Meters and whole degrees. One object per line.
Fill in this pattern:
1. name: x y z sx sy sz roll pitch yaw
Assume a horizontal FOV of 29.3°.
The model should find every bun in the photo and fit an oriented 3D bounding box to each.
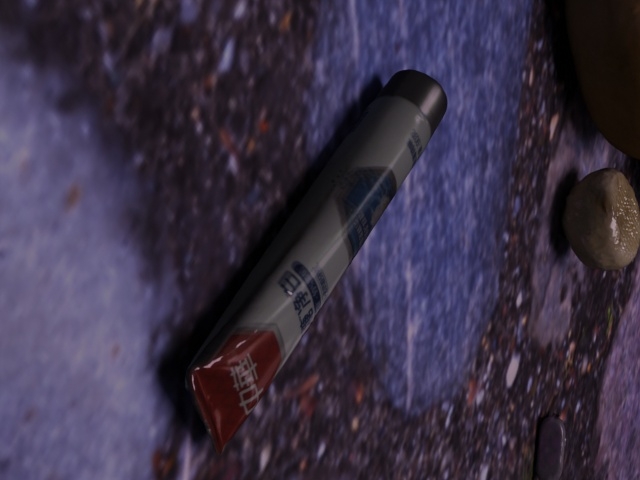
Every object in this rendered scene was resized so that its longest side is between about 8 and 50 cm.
1. bun: 0.221 -0.015 0.980 0.086 0.054 0.086 20 66 -57

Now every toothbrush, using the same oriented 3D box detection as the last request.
1. toothbrush: 0.182 0.318 1.033 0.029 0.024 0.354 -15 110 -67

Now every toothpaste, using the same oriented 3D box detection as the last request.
1. toothpaste: 0.000 0.000 0.617 0.239 0.039 0.062 -56 149 -33

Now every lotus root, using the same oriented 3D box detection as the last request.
1. lotus root: 0.270 -0.144 0.936 0.303 0.146 0.131 52 47 -48
